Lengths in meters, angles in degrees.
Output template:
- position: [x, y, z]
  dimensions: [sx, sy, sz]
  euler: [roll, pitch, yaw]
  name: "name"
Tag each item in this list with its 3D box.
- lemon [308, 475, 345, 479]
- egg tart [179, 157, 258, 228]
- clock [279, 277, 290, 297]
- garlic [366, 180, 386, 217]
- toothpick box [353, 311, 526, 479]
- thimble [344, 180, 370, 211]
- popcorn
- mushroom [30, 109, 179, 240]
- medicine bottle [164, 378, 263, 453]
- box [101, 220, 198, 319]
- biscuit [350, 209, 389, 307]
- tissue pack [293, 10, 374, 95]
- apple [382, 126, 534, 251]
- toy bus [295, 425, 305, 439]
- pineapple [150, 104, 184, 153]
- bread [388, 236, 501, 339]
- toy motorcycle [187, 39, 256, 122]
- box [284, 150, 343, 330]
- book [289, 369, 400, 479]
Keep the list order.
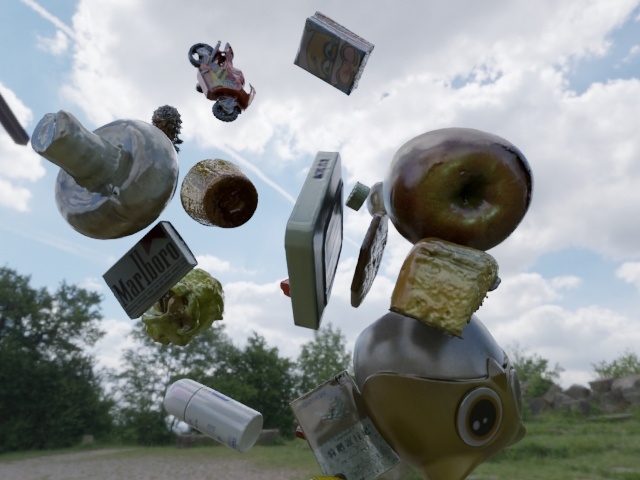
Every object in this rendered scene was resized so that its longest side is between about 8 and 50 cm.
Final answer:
- position: [0.026, 0.716, 0.975]
  dimensions: [0.286, 0.285, 0.316]
  euler: [-8, -33, 20]
  name: "lemon"
- position: [-0.261, -0.113, 1.125]
  dimensions: [0.203, 0.202, 0.147]
  euler: [22, 6, -38]
  name: "egg tart"
- position: [-0.081, 0.191, 1.744]
  dimensions: [0.113, 0.061, 0.155]
  euler: [19, 22, 29]
  name: "clock"
- position: [0.316, -0.178, 1.629]
  dimensions: [0.196, 0.151, 0.339]
  euler: [-17, 3, -44]
  name: "garlic"
- position: [0.321, 0.393, 1.130]
  dimensions: [0.410, 0.425, 0.408]
  euler: [-22, -26, -11]
  name: "toothpick box"
- position: [0.144, -0.171, 1.618]
  dimensions: [0.062, 0.109, 0.084]
  euler: [29, 2, -6]
  name: "thimble"
- position: [-0.395, 0.197, 1.227]
  dimensions: [0.256, 0.194, 0.255]
  euler: [-39, -25, 3]
  name: "popcorn"
- position: [-0.393, -0.128, 0.750]
  dimensions: [0.244, 0.243, 0.243]
  euler: [1, -24, 0]
  name: "mushroom"
- position: [-0.364, 0.565, 1.374]
  dimensions: [0.341, 0.130, 0.130]
  euler: [14, -18, 24]
  name: "medicine bottle"
- position: [-0.337, 0.058, 0.821]
  dimensions: [0.178, 0.115, 0.036]
  euler: [-40, -12, 11]
  name: "box"
- position: [0.174, 0.063, 1.437]
  dimensions: [0.046, 0.358, 0.359]
  euler: [18, -21, 15]
  name: "biscuit"
- position: [0.028, -0.417, 0.937]
  dimensions: [0.155, 0.065, 0.115]
  euler: [32, -39, 4]
  name: "tissue pack"
- position: [0.365, -0.133, 1.161]
  dimensions: [0.385, 0.373, 0.374]
  euler: [10, -25, -3]
  name: "apple"
- position: [-0.032, 0.679, 1.450]
  dimensions: [0.110, 0.031, 0.043]
  euler: [15, 5, 8]
  name: "toy bus"
- position: [-0.439, -0.302, 1.190]
  dimensions: [0.083, 0.103, 0.221]
  euler: [19, -27, -9]
  name: "pineapple"
- position: [0.275, 0.078, 0.938]
  dimensions: [0.205, 0.262, 0.162]
  euler: [15, -55, 33]
  name: "bread"
- position: [-0.307, -0.504, 1.328]
  dimensions: [0.171, 0.297, 0.089]
  euler: [-20, -12, -20]
  name: "toy motorcycle"
- position: [0.000, 0.000, 1.114]
  dimensions: [0.091, 0.367, 0.372]
  euler: [7, -46, 11]
  name: "box"
- position: [0.067, 0.586, 1.272]
  dimensions: [0.217, 0.310, 0.021]
  euler: [-28, -29, -10]
  name: "book"
